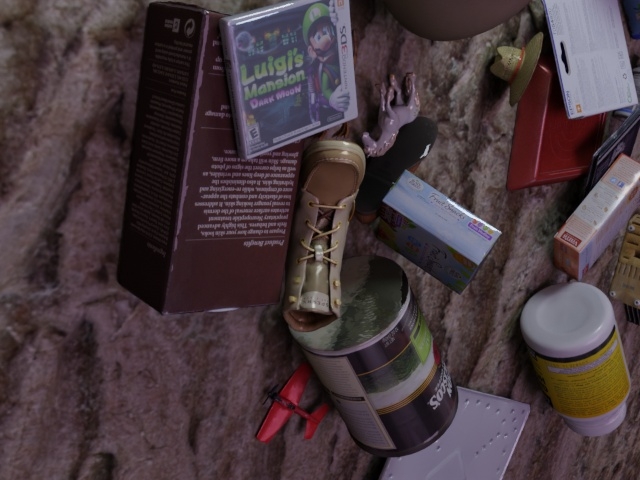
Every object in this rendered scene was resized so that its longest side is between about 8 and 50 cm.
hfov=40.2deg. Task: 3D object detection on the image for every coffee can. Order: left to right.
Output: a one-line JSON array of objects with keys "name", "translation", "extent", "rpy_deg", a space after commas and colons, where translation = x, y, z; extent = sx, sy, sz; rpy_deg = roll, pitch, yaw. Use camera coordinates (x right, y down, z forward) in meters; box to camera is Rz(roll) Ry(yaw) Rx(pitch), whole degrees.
[{"name": "coffee can", "translation": [0.089, 0.189, 1.416], "extent": [0.201, 0.201, 0.275], "rpy_deg": [-43, 129, -20]}]

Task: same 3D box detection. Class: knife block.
[{"name": "knife block", "translation": [0.793, 0.083, 2.060], "extent": [0.242, 0.088, 0.276], "rpy_deg": [0, 106, -42]}]

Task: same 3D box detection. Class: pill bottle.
[{"name": "pill bottle", "translation": [0.549, 0.262, 1.851], "extent": [0.188, 0.188, 0.334], "rpy_deg": [-43, 129, -20]}, {"name": "pill bottle", "translation": [0.665, -0.309, 1.799], "extent": [0.078, 0.078, 0.137], "rpy_deg": [18, 95, -43]}]

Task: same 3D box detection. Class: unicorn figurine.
[{"name": "unicorn figurine", "translation": [0.111, -0.198, 1.377], "extent": [0.161, 0.060, 0.111], "rpy_deg": [-26, 122, -31]}]

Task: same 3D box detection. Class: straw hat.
[{"name": "straw hat", "translation": [0.328, -0.306, 1.514], "extent": [0.061, 0.144, 0.145], "rpy_deg": [20, 95, -2]}]

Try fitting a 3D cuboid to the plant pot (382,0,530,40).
[{"name": "plant pot", "translation": [0.186, -0.400, 1.254], "extent": [0.284, 0.284, 0.191], "rpy_deg": [-37, 164, -24]}]

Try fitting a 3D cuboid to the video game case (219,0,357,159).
[{"name": "video game case", "translation": [-0.033, -0.210, 1.090], "extent": [0.190, 0.022, 0.173], "rpy_deg": [-25, 122, -33]}]

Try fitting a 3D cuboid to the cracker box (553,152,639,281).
[{"name": "cracker box", "translation": [0.571, -0.045, 1.789], "extent": [0.232, 0.067, 0.156], "rpy_deg": [-49, 153, -10]}]

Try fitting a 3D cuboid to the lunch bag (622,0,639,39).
[{"name": "lunch bag", "translation": [0.718, -0.484, 1.626], "extent": [0.138, 0.293, 0.221], "rpy_deg": [-48, 131, -16]}]

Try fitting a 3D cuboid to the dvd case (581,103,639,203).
[{"name": "dvd case", "translation": [0.591, -0.155, 1.783], "extent": [0.164, 0.018, 0.221], "rpy_deg": [-44, 153, -19]}]

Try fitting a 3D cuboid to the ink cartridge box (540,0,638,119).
[{"name": "ink cartridge box", "translation": [0.483, -0.339, 1.604], "extent": [0.223, 0.045, 0.224], "rpy_deg": [-15, 94, -36]}]

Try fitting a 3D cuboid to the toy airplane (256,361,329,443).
[{"name": "toy airplane", "translation": [-0.041, 0.284, 1.460], "extent": [0.151, 0.028, 0.151], "rpy_deg": [-16, 116, -37]}]

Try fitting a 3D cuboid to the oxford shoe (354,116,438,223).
[{"name": "oxford shoe", "translation": [0.117, -0.116, 1.425], "extent": [0.212, 0.076, 0.076], "rpy_deg": [-50, 162, -17]}]

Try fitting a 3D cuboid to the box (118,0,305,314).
[{"name": "box", "translation": [-0.135, -0.106, 1.152], "extent": [0.191, 0.143, 0.382], "rpy_deg": [-2, 106, -41]}]

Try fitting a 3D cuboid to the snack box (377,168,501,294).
[{"name": "snack box", "translation": [0.180, -0.008, 1.376], "extent": [0.070, 0.174, 0.207], "rpy_deg": [-53, 170, -11]}]

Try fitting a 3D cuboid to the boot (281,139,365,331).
[{"name": "boot", "translation": [0.000, 0.000, 1.208], "extent": [0.095, 0.262, 0.204], "rpy_deg": [9, 62, -9]}]

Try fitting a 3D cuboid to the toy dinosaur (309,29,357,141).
[{"name": "toy dinosaur", "translation": [0.009, -0.208, 1.284], "extent": [0.211, 0.064, 0.112], "rpy_deg": [-37, 126, -24]}]

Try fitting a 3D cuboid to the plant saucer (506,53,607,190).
[{"name": "plant saucer", "translation": [0.476, -0.228, 1.691], "extent": [0.258, 0.047, 0.259], "rpy_deg": [-10, 114, -38]}]

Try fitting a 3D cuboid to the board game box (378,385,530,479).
[{"name": "board game box", "translation": [0.235, 0.477, 1.761], "extent": [0.389, 0.050, 0.390], "rpy_deg": [20, 93, -43]}]
